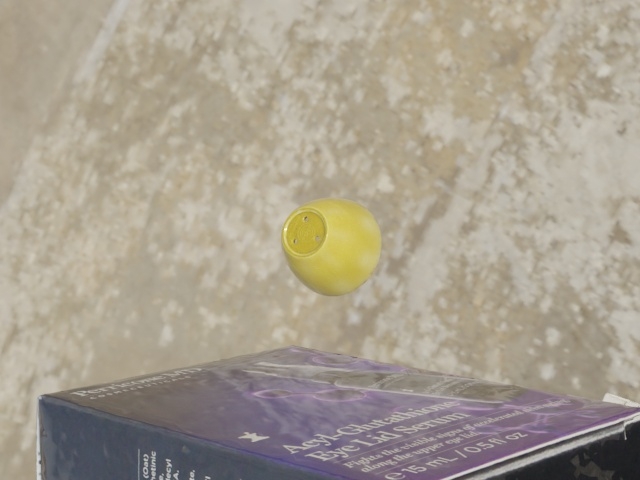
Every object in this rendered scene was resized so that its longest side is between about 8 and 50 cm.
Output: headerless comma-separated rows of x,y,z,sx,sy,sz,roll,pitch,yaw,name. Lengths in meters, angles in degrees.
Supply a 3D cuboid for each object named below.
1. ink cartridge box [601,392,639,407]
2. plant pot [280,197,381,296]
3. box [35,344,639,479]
0.364,0.299,1.485,0.127,0.128,0.176,18,124,19,ink cartridge box
0.000,0.000,1.648,0.134,0.095,0.134,-7,75,26,plant pot
0.004,0.116,0.502,0.207,0.153,0.108,6,99,43,box
